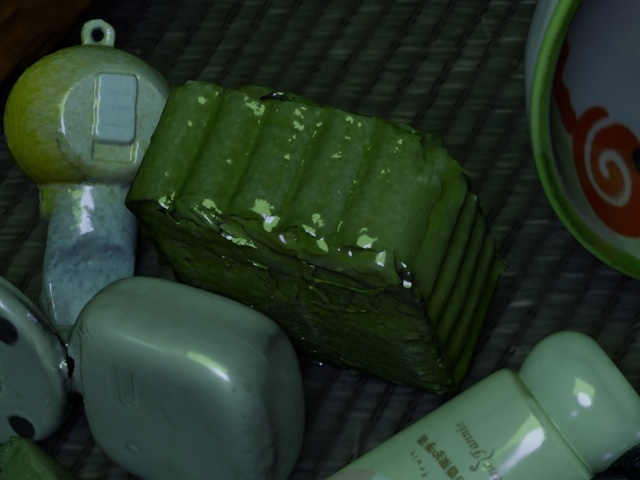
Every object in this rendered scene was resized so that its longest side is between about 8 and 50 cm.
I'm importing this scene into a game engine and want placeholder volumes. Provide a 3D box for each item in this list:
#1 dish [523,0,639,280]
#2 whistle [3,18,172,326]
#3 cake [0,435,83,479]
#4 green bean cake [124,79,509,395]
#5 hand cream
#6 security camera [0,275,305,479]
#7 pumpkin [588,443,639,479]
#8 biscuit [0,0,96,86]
[{"bbox_3d":[0.261,-0.133,1.204,0.324,0.324,0.124,-25,37,-1],"label":"dish"},{"bbox_3d":[-0.157,-0.037,1.325,0.123,0.123,0.223,3,88,10],"label":"whistle"},{"bbox_3d":[-0.130,0.259,1.207,0.158,0.172,0.283,-51,36,1],"label":"cake"},{"bbox_3d":[0.000,0.000,1.214,0.200,0.214,0.113,16,69,20],"label":"green bean cake"},{"bbox_3d":[0.063,0.174,1.214,0.306,0.093,0.147,-38,66,5],"label":"hand cream"},{"bbox_3d":[-0.152,0.076,1.252,0.301,0.157,0.080,15,45,18],"label":"security camera"},{"bbox_3d":[0.236,0.220,1.116,0.233,0.163,0.233,1,67,-3],"label":"pumpkin"},{"bbox_3d":[-0.328,-0.216,1.363,0.395,0.166,0.342,-37,61,-6],"label":"biscuit"}]
